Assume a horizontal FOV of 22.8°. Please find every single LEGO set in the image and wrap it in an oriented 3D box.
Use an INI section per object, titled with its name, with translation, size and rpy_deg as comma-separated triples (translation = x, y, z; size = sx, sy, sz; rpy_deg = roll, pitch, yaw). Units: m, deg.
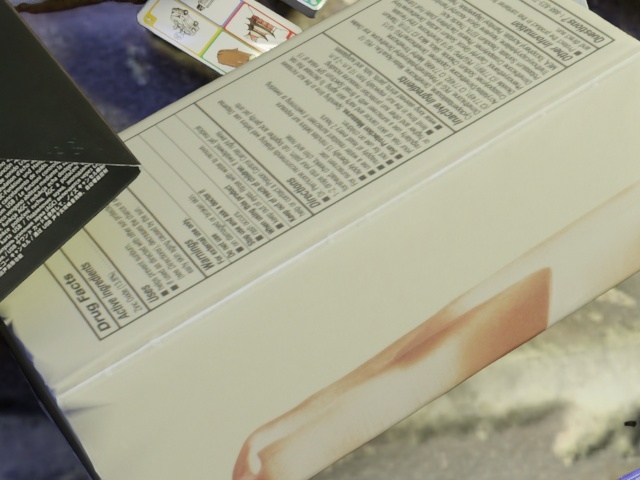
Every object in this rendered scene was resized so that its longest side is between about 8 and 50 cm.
[LEGO set]
translation = -0.097, -0.191, 0.867
size = 0.244, 0.060, 0.182
rpy_deg = 31, 61, 2

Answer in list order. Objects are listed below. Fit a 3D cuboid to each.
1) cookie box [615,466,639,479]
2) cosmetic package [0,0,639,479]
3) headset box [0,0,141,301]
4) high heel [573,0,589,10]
[cookie box]
translation = 0.180, 0.162, 0.781
size = 0.092, 0.040, 0.107
rpy_deg = -25, 77, -13
[cosmetic package]
translation = 0.000, 0.000, 0.736
size = 0.296, 0.129, 0.153
rpy_deg = -29, 41, -13
[headset box]
translation = -0.236, -0.013, 0.681
size = 0.218, 0.293, 0.110
rpy_deg = -44, 115, -14
[high heel]
translation = 0.228, -0.174, 0.846
size = 0.261, 0.093, 0.186
rpy_deg = -17, 82, 4
